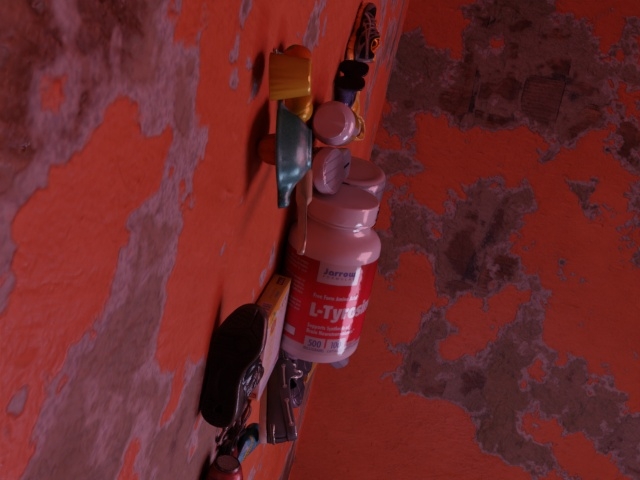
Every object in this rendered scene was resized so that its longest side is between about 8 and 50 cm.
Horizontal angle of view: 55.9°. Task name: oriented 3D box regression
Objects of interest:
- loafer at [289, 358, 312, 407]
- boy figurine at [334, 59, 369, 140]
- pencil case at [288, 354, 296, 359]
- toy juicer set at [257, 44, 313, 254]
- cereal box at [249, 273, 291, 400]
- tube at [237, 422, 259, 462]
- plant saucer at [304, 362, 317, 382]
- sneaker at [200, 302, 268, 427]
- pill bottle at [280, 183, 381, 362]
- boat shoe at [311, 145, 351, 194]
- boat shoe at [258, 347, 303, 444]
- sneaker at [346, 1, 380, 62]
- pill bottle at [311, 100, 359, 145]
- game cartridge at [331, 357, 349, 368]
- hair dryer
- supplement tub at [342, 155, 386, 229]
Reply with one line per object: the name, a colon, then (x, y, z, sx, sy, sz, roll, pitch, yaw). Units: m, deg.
loafer: (-0.096, 0.420, 1.953, 0.302, 0.095, 0.109, -73, 144, -58)
boy figurine: (0.083, -0.368, 1.704, 0.285, 0.092, 0.177, 84, 18, -62)
pencil case: (-0.056, 0.276, 1.777, 0.273, 0.114, 0.124, 35, 65, -83)
toy juicer set: (-0.058, -0.166, 1.013, 0.209, 0.090, 0.328, -90, 180, -58)
cereal box: (-0.124, 0.220, 1.377, 0.173, 0.048, 0.240, -63, 166, -63)
tube: (-0.177, 0.488, 1.447, 0.207, 0.052, 0.080, 27, 85, -84)
plant saucer: (-0.026, 0.327, 2.273, 0.333, 0.081, 0.332, -24, 129, -82)
sneaker: (-0.140, 0.200, 1.057, 0.130, 0.087, 0.227, -60, 166, -73)
pill bottle: (0.019, 0.076, 1.485, 0.229, 0.229, 0.407, -61, 164, -65)
boat shoe: (0.004, -0.169, 1.418, 0.302, 0.094, 0.109, -42, 135, -74)
boat shoe: (-0.095, 0.362, 1.537, 0.116, 0.099, 0.319, 90, 3, -50)
sneaker: (0.132, -0.579, 1.701, 0.084, 0.083, 0.214, 83, 20, -67)
pill bottle: (0.034, -0.274, 1.423, 0.184, 0.103, 0.103, -40, 144, -79)
game cartridge: (0.011, 0.222, 1.777, 0.198, 0.062, 0.297, 50, 20, -67)
hair dryer: (-0.186, 0.480, 1.265, 0.223, 0.080, 0.293, 91, 15, -66)
supplement tub: (0.066, -0.067, 1.736, 0.193, 0.194, 0.315, -66, 168, -57)
